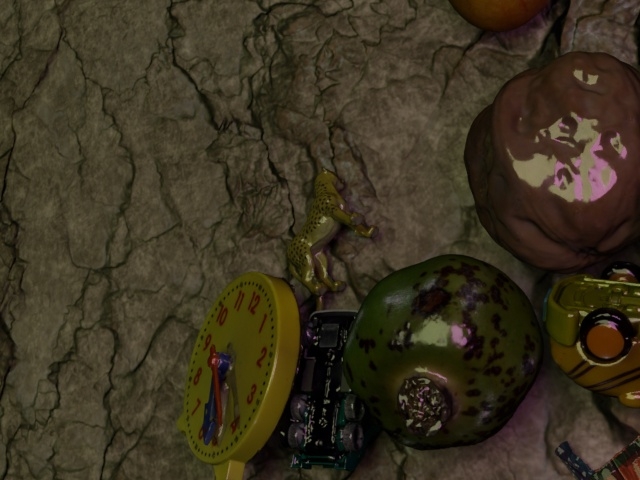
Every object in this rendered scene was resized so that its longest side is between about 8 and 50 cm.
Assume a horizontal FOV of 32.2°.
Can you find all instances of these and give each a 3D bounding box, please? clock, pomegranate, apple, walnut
[{"bbox_3d":[-0.127,0.181,1.561,0.277,0.071,0.294,20,90,62],"label":"clock"},{"bbox_3d":[0.149,0.145,1.361,0.254,0.270,0.254,5,112,12],"label":"pomegranate"},{"bbox_3d":[0.238,-0.385,1.518,0.182,0.155,0.183,-8,72,26],"label":"apple"},{"bbox_3d":[0.300,-0.097,1.356,0.226,0.273,0.273,-1,71,-13],"label":"walnut"}]

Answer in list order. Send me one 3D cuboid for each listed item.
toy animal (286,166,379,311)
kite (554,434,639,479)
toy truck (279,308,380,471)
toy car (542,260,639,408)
[{"bbox_3d":[0.000,0.000,1.616,0.136,0.073,0.181,41,111,40],"label":"toy animal"},{"bbox_3d":[0.368,0.328,1.327,0.321,0.016,0.234,-45,59,13],"label":"kite"},{"bbox_3d":[0.027,0.210,1.510,0.110,0.116,0.216,-5,67,29],"label":"toy truck"},{"bbox_3d":[0.383,0.121,1.287,0.247,0.200,0.142,6,109,24],"label":"toy car"}]
